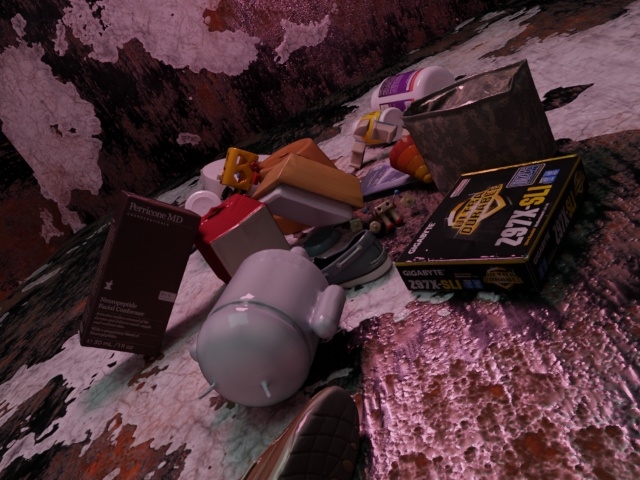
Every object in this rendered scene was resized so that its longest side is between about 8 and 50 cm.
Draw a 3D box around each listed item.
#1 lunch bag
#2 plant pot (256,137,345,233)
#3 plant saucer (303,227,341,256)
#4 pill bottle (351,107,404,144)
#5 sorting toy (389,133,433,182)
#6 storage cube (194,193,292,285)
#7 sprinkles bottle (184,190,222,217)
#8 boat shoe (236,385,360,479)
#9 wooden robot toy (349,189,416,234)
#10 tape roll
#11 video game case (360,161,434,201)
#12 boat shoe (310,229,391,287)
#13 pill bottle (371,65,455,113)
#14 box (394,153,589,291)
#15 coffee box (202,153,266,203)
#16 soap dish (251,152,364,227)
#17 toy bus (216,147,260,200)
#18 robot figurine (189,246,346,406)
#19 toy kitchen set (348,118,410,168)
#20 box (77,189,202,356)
[{"bbox_3d":[0.348,-0.236,1.161,0.287,0.235,0.169,-7,37,43],"label":"lunch bag"},{"bbox_3d":[-0.066,-0.185,1.614,0.290,0.203,0.291,-25,22,11],"label":"plant pot"},{"bbox_3d":[0.000,0.000,1.376,0.119,0.021,0.119,-26,22,12],"label":"plant saucer"},{"bbox_3d":[0.205,-0.409,1.858,0.117,0.118,0.208,-40,22,-22],"label":"pill bottle"},{"bbox_3d":[0.368,-0.244,1.338,0.365,0.127,0.126,-23,53,-3],"label":"sorting toy"},{"bbox_3d":[-0.217,0.008,1.387,0.183,0.215,0.193,-38,29,-19],"label":"storage cube"},{"bbox_3d":[-0.398,-0.098,1.784,0.121,0.121,0.355,-34,6,-9],"label":"sprinkles bottle"},{"bbox_3d":[-0.058,0.317,0.651,0.116,0.123,0.324,-12,27,42],"label":"boat shoe"},{"bbox_3d":[0.157,-0.055,1.274,0.173,0.076,0.079,-31,-13,-1],"label":"wooden robot toy"},{"bbox_3d":[-0.237,-0.236,1.886,0.392,0.072,0.392,-1,24,0],"label":"tape roll"},{"bbox_3d":[0.234,-0.192,1.490,0.274,0.026,0.196,-14,27,36],"label":"video game case"},{"bbox_3d":[-0.005,0.065,1.140,0.319,0.099,0.116,-21,24,22],"label":"boat shoe"},{"bbox_3d":[0.325,-0.517,1.856,0.181,0.181,0.323,-38,24,-19],"label":"pill bottle"},{"bbox_3d":[0.327,-0.032,0.968,0.257,0.079,0.322,-3,35,46],"label":"box"},{"bbox_3d":[-0.349,-0.258,2.227,0.297,0.119,0.168,-8,31,43],"label":"coffee box"},{"bbox_3d":[-0.038,-0.124,1.349,0.291,0.229,0.118,167,118,-70],"label":"soap dish"},{"bbox_3d":[-0.260,-0.184,1.563,0.191,0.104,0.202,125,151,-42],"label":"toy bus"},{"bbox_3d":[-0.097,0.153,0.935,0.300,0.200,0.353,-19,25,23],"label":"robot figurine"},{"bbox_3d":[0.216,-0.319,1.735,0.207,0.166,0.122,15,37,9],"label":"toy kitchen set"},{"bbox_3d":[-0.456,0.085,1.295,0.143,0.191,0.381,18,91,61],"label":"box"}]
